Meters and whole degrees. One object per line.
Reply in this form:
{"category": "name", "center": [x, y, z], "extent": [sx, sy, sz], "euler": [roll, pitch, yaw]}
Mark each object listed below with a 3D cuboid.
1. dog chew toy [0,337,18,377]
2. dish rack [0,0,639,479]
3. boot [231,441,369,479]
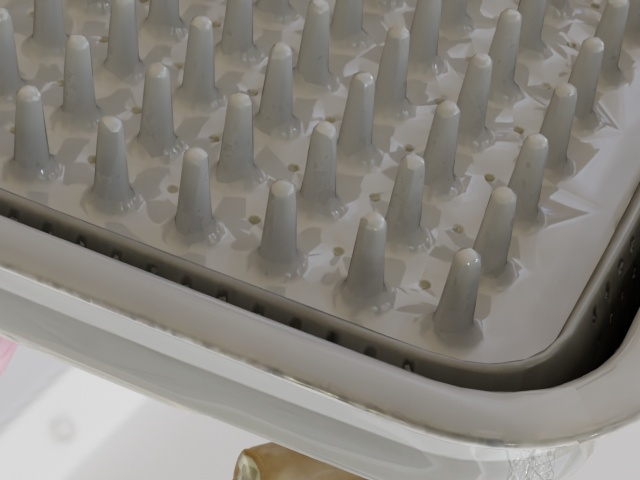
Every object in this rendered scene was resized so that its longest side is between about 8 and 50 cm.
{"category": "dog chew toy", "center": [-0.440, 0.023, 1.653], "extent": [0.206, 0.332, 0.206], "euler": [-60, -169, 20]}
{"category": "dish rack", "center": [0.000, -0.068, 0.516], "extent": [0.285, 0.072, 0.333], "euler": [21, -137, 14]}
{"category": "boot", "center": [0.048, 0.173, 1.603], "extent": [0.269, 0.236, 0.089], "euler": [-14, -159, -27]}
